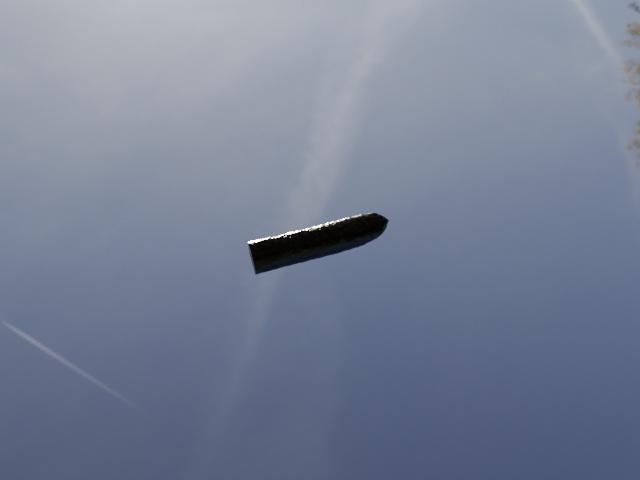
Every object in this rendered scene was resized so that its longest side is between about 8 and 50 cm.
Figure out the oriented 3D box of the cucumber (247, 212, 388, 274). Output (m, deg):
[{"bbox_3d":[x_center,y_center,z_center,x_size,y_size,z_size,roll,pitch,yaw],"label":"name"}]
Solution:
[{"bbox_3d":[0.000,0.000,0.716,0.133,0.032,0.032,-15,-126,-9],"label":"cucumber"}]
